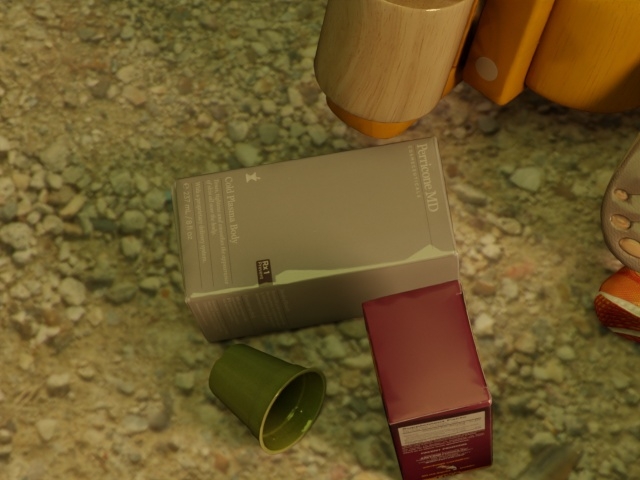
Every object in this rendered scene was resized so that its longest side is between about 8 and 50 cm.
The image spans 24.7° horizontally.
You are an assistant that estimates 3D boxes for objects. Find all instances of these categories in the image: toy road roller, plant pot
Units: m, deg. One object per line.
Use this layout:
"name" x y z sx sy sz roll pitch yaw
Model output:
"toy road roller" 0.176 -0.200 1.250 0.241 0.202 0.329 37 52 19
"plant pot" -0.051 0.127 1.252 0.079 0.083 0.083 31 73 31

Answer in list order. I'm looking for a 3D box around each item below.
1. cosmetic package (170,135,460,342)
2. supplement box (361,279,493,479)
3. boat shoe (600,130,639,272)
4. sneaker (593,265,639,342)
"cosmetic package" 0.000 0.000 1.284 0.238 0.107 0.127 -12 62 4
"supplement box" 0.089 0.118 1.173 0.081 0.188 0.104 -13 66 2
"boat shoe" 0.343 -0.117 1.236 0.123 0.116 0.324 37 95 14
"sneaker" 0.318 0.075 1.235 0.175 0.064 0.067 36 65 17
